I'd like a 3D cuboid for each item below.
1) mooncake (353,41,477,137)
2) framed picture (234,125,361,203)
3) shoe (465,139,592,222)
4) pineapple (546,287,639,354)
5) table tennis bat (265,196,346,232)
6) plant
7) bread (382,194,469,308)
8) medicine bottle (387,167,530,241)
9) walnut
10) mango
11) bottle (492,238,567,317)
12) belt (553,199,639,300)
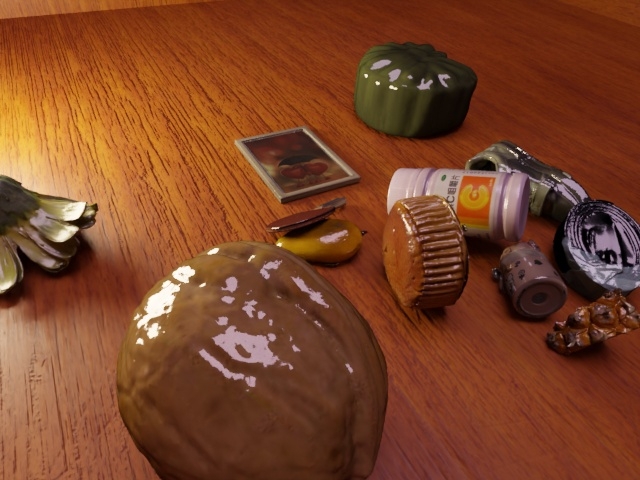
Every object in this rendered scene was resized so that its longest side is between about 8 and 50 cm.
[{"bbox_3d":[0.259,-0.448,1.360,0.351,0.187,0.351,2,43,-2],"label":"mooncake"},{"bbox_3d":[-0.064,-0.200,1.175,0.211,0.020,0.289,-17,44,-23],"label":"framed picture"},{"bbox_3d":[0.445,-0.111,1.052,0.149,0.109,0.293,-25,49,-15],"label":"shoe"},{"bbox_3d":[0.441,0.138,0.769,0.137,0.116,0.069,-31,63,22],"label":"pineapple"},{"bbox_3d":[-0.020,-0.054,0.968,0.130,0.019,0.220,-5,15,41],"label":"table tennis bat"},{"bbox_3d":[-0.590,-0.065,0.857,0.305,0.297,0.261,-26,16,-9],"label":"plant"},{"bbox_3d":[0.168,0.022,0.800,0.104,0.199,0.199,-8,42,-8],"label":"bread"},{"bbox_3d":[0.270,-0.076,0.927,0.249,0.133,0.133,10,39,30],"label":"medicine bottle"},{"bbox_3d":[-0.072,0.159,0.562,0.332,0.333,0.333,2,41,-2],"label":"walnut"},{"bbox_3d":[0.000,0.000,0.917,0.187,0.066,0.101,-6,40,2],"label":"mango"},{"bbox_3d":[0.372,0.061,0.852,0.098,0.099,0.152,3,32,0],"label":"bottle"},{"bbox_3d":[0.525,0.021,0.883,0.151,0.078,0.198,-3,60,2],"label":"belt"}]
